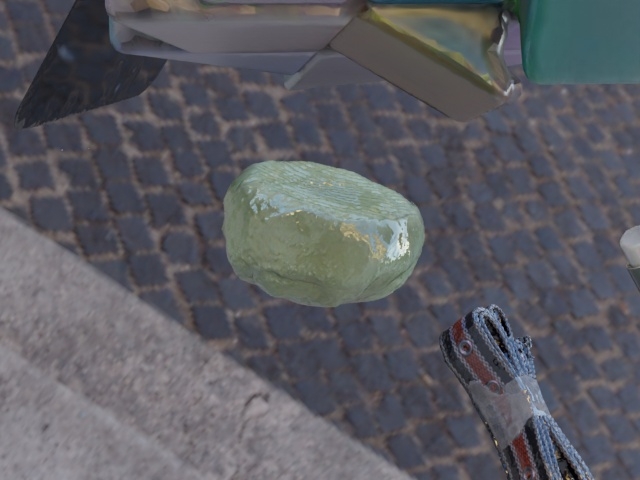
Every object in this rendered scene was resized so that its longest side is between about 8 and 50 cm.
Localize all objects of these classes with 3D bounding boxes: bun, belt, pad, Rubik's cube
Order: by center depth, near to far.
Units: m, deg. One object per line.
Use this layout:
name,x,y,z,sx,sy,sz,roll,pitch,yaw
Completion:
Rubik's cube,0.039,-0.252,0.817,0.387,0.368,0.358,0,85,-12
bun,0.000,0.000,1.341,0.195,0.118,0.195,9,18,-3
pad,-0.260,-0.237,1.639,0.063,0.315,0.375,35,20,8
belt,0.281,0.255,1.975,0.126,0.094,0.359,13,45,-45

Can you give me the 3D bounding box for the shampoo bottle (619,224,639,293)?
shampoo bottle,0.390,0.074,1.545,0.074,0.074,0.192,-44,109,-42
